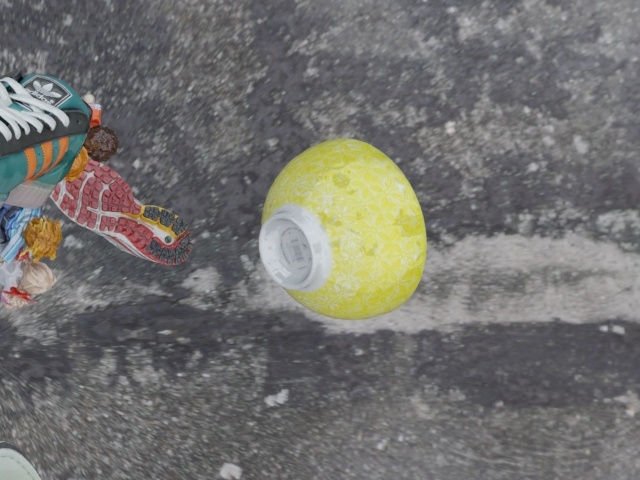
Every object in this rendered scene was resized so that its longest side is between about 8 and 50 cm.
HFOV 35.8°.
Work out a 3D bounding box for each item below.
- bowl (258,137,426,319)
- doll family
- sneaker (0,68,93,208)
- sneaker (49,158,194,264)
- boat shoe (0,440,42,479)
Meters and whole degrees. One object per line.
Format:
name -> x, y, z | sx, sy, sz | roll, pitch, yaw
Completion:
bowl -> 0.000, 0.000, 1.499 | 0.156, 0.289, 0.290 | -21, 91, -44
doll family -> -0.329, -0.052, 1.093 | 0.118, 0.163, 0.263 | 23, 91, -59
sneaker -> -0.273, -0.098, 0.854 | 0.108, 0.302, 0.121 | 37, 92, -4
sneaker -> -0.285, -0.033, 1.350 | 0.225, 0.092, 0.088 | 38, 68, -24
boat shoe -> -0.345, 0.311, 1.130 | 0.081, 0.069, 0.228 | -13, 122, -13
